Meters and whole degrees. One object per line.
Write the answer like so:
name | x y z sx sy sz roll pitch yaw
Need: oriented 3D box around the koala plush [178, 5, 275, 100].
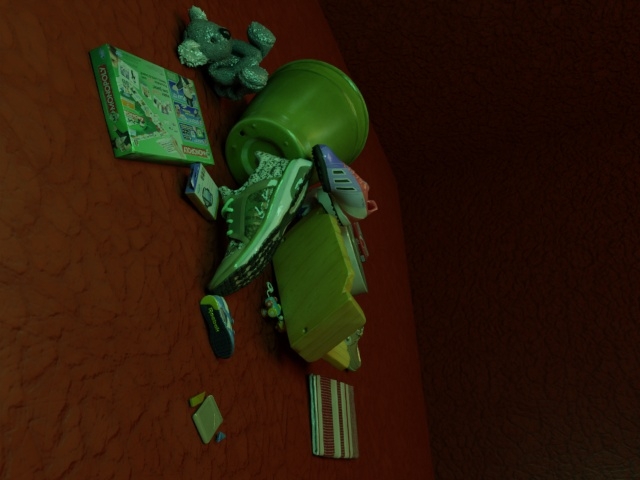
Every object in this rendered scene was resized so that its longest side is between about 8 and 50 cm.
koala plush | -0.270 -0.495 1.438 0.221 0.203 0.196 26 61 -41

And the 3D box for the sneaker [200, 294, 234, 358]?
sneaker | -0.214 0.186 1.192 0.059 0.053 0.144 -11 87 -75

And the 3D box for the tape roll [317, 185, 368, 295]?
tape roll | 0.076 -0.002 1.855 0.392 0.072 0.391 -17 90 -84

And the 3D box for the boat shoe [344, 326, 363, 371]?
boat shoe | 0.103 0.327 1.969 0.109 0.098 0.302 -32 106 -72

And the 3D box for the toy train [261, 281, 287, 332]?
toy train | -0.119 0.196 1.498 0.166 0.046 0.125 55 13 -39

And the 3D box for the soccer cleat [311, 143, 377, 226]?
soccer cleat | 0.064 -0.152 1.428 0.318 0.117 0.108 61 11 -54

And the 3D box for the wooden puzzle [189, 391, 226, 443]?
wooden puzzle | -0.226 0.354 1.086 0.078 0.014 0.116 -32 107 -67

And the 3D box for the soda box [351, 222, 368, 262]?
soda box | 0.129 -0.030 2.368 0.092 0.084 0.263 -58 131 -66

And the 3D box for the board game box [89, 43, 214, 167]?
board game box | -0.346 -0.271 1.172 0.317 0.046 0.213 -10 86 -73

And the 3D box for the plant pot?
plant pot | -0.087 -0.292 1.557 0.366 0.367 0.353 68 30 -22

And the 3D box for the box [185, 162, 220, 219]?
box | -0.272 -0.115 1.254 0.136 0.028 0.081 62 28 -57

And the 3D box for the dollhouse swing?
dollhouse swing | 0.048 0.150 1.551 0.305 0.315 0.346 27 33 -37

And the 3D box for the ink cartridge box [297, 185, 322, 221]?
ink cartridge box | 0.000 0.000 1.975 0.330 0.072 0.323 -57 131 -64

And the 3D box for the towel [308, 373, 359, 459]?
towel | 0.042 0.556 1.707 0.329 0.037 0.236 42 39 -57

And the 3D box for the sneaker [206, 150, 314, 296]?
sneaker | -0.176 -0.052 1.303 0.410 0.182 0.158 -60 170 -25
